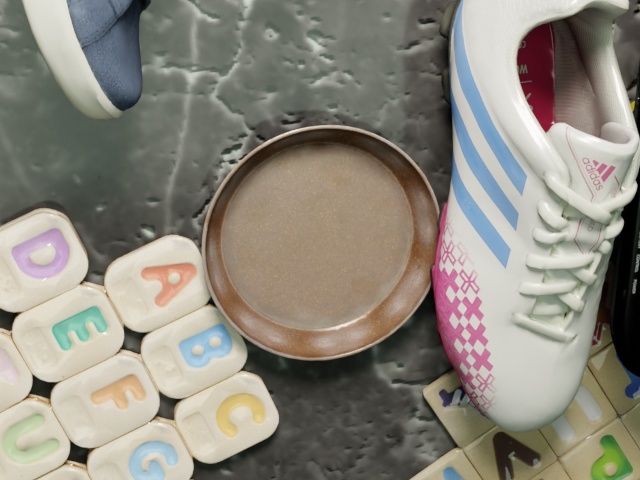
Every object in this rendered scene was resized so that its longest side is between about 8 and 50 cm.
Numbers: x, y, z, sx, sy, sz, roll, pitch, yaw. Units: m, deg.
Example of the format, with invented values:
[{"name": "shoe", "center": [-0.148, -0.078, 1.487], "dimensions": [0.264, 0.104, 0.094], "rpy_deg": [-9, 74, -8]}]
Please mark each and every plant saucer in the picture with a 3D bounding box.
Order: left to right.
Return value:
[{"name": "plant saucer", "center": [0.000, 0.000, 0.947], "dimensions": [0.168, 0.029, 0.168], "rpy_deg": [-3, 108, -11]}]

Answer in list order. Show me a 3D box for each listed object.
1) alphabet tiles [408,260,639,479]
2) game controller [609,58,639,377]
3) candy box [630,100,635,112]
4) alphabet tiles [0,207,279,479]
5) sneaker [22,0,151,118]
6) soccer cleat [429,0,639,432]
[{"name": "alphabet tiles", "center": [0.235, 0.194, 1.064], "dimensions": [0.285, 0.011, 0.342], "rpy_deg": [-35, 110, -1]}, {"name": "game controller", "center": [0.280, -0.057, 0.929], "dimensions": [0.166, 0.067, 0.319], "rpy_deg": [-7, 109, -30]}, {"name": "candy box", "center": [0.309, -0.093, 0.986], "dimensions": [0.206, 0.027, 0.105], "rpy_deg": [-33, 108, -1]}, {"name": "alphabet tiles", "center": [-0.181, 0.126, 0.950], "dimensions": [0.278, 0.021, 0.284], "rpy_deg": [-26, 109, -4]}, {"name": "sneaker", "center": [-0.100, -0.244, 0.791], "dimensions": [0.148, 0.131, 0.350], "rpy_deg": [-2, 107, 1]}, {"name": "soccer cleat", "center": [0.146, -0.016, 0.898], "dimensions": [0.116, 0.143, 0.331], "rpy_deg": [-13, 107, -27]}]
